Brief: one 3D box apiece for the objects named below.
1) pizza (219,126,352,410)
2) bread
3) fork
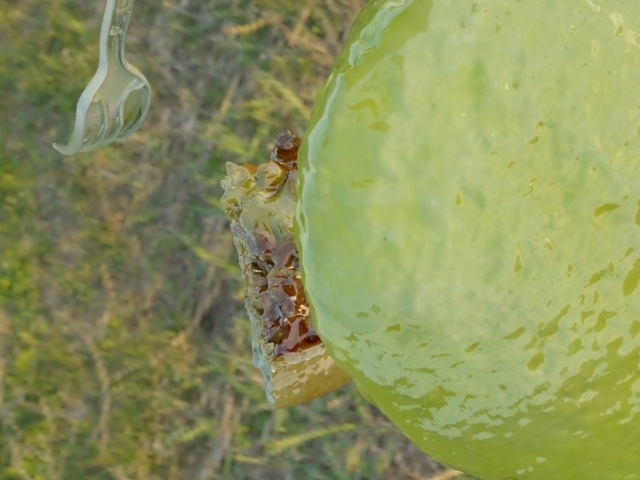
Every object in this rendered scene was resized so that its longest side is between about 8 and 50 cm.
[{"bbox_3d":[0.000,0.000,1.523,0.228,0.081,0.289,39,75,7],"label":"pizza"},{"bbox_3d":[0.156,-0.039,1.049,0.348,0.348,0.308,-57,8,13],"label":"bread"},{"bbox_3d":[-0.074,-0.097,0.655,0.028,0.034,0.219,63,151,26],"label":"fork"}]
